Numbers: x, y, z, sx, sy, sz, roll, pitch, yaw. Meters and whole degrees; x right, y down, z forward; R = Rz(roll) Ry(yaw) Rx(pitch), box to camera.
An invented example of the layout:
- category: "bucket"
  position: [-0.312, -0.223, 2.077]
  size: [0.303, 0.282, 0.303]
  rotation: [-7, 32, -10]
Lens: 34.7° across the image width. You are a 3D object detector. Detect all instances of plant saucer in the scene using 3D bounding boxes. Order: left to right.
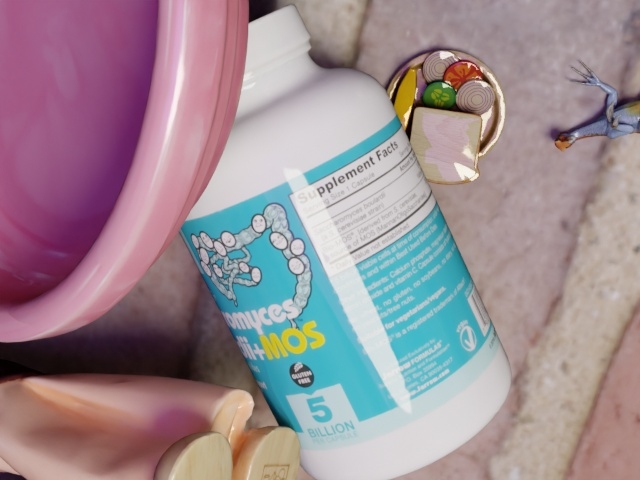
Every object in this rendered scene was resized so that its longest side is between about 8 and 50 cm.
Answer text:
- category: "plant saucer"
  position: [-0.152, -0.113, 0.559]
  size: [0.332, 0.084, 0.332]
  rotation: [3, 94, 43]

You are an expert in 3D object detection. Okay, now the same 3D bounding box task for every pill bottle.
- category: "pill bottle"
  position: [0.000, 0.000, 0.610]
  size: [0.146, 0.146, 0.264]
  rotation: [-24, 101, 12]

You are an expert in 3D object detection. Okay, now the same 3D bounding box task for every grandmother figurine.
- category: "grandmother figurine"
  position: [-0.182, 0.108, 0.635]
  size: [0.342, 0.208, 0.104]
  rotation: [11, 80, 29]

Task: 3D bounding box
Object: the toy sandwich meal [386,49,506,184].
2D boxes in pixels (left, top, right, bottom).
- category: "toy sandwich meal"
  position: [0.077, -0.076, 0.640]
  size: [0.085, 0.029, 0.086]
  rotation: [2, 105, 6]

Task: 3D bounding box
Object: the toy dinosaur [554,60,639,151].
- category: "toy dinosaur"
  position: [0.188, -0.070, 0.627]
  size: [0.090, 0.047, 0.082]
  rotation: [42, 124, -16]
